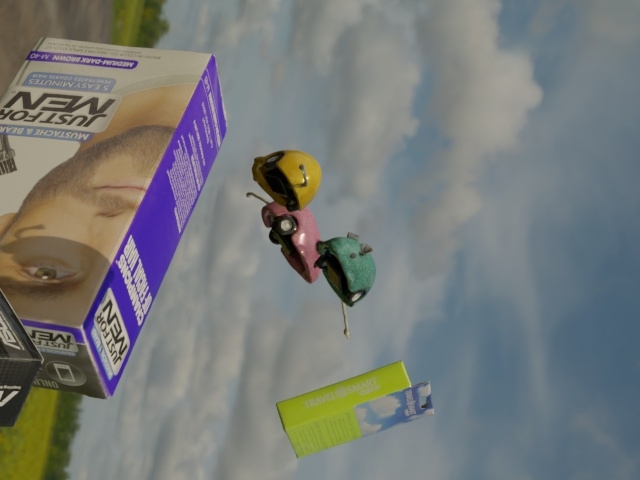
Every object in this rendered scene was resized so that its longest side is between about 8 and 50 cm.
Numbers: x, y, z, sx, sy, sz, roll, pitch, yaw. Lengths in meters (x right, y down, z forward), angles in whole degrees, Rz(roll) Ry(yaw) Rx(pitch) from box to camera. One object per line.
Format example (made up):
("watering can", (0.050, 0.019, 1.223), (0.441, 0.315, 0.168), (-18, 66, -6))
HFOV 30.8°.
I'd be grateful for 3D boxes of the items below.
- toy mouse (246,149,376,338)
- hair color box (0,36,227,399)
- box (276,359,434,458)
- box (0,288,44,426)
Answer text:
("toy mouse", (0.000, 0.000, 0.776), (0.143, 0.031, 0.161), (62, -18, -17))
("hair color box", (-0.223, -0.034, 1.039), (0.110, 0.185, 0.339), (83, 19, -49))
("box", (0.044, 0.202, 1.394), (0.109, 0.178, 0.042), (74, -3, -59))
("box", (-0.341, 0.021, 0.794), (0.270, 0.216, 0.060), (45, -64, 41))
